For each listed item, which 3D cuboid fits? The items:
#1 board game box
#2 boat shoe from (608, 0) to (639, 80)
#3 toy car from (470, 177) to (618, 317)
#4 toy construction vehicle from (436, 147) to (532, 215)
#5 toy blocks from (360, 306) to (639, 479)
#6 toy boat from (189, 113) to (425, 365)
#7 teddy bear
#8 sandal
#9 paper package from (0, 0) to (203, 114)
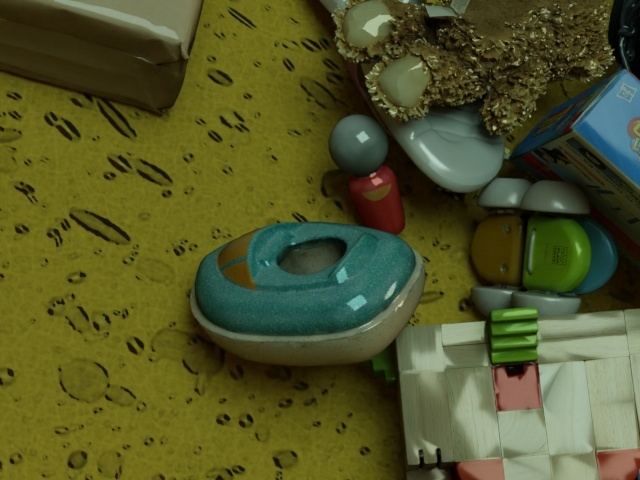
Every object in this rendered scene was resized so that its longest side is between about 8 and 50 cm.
[{"bbox_3d":[0.375,-0.035,1.666,0.308,0.302,0.086,41,85,-2],"label":"board game box"},{"bbox_3d":[0.414,-0.239,1.791,0.156,0.187,0.500,15,30,6],"label":"boat shoe"},{"bbox_3d":[0.256,0.013,1.712,0.136,0.182,0.159,4,91,-30],"label":"toy car"},{"bbox_3d":[0.199,-0.075,1.812,0.098,0.035,0.086,30,62,0],"label":"toy construction vehicle"},{"bbox_3d":[0.230,0.215,1.593,0.381,0.191,0.261,-5,74,0],"label":"toy blocks"},{"bbox_3d":[0.000,0.000,1.632,0.267,0.148,0.318,0,35,31],"label":"toy boat"},{"bbox_3d":[0.171,-0.221,1.740,0.245,0.113,0.338,40,49,22],"label":"teddy bear"},{"bbox_3d":[0.092,-0.203,1.816,0.169,0.102,0.416,-2,52,-31],"label":"sandal"},{"bbox_3d":[-0.274,-0.347,1.742,0.309,0.168,0.325,15,63,-8],"label":"paper package"}]
